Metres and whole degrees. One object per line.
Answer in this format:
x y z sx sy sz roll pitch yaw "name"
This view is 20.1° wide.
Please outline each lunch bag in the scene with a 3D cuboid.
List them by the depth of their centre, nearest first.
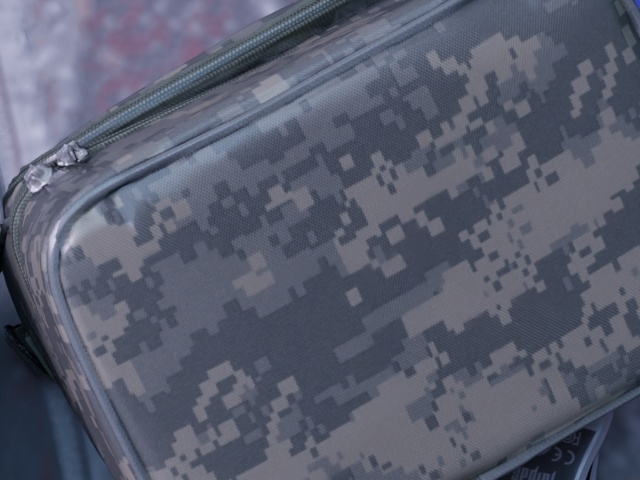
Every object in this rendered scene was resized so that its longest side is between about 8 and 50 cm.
0.000 0.000 0.858 0.305 0.256 0.213 -29 103 -10 "lunch bag"

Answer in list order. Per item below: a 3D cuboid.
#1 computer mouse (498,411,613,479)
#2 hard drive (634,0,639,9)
0.101 0.133 0.895 0.106 0.042 0.193 15 73 15 "computer mouse"
0.196 -0.175 1.027 0.318 0.040 0.210 34 72 17 "hard drive"
